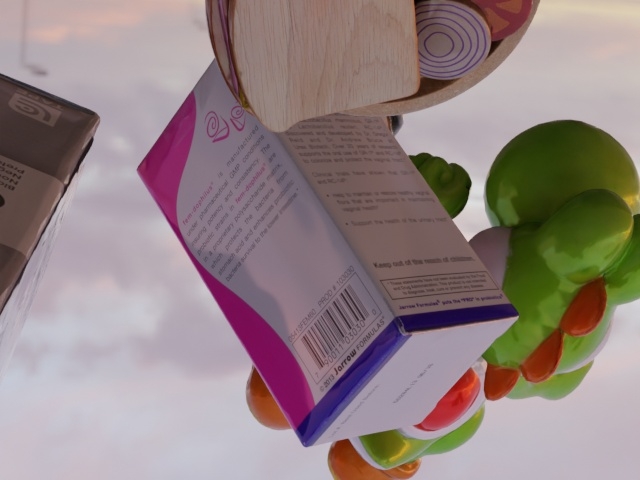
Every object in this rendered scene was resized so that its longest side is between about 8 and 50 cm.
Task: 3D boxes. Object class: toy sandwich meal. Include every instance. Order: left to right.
[{"bbox_3d":[0.015,-0.058,0.429,0.085,0.085,0.029,3,-145,-11],"label":"toy sandwich meal"}]

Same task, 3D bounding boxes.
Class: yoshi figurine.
[{"bbox_3d":[0.113,0.036,1.311,0.203,0.203,0.362,-6,159,-43],"label":"yoshi figurine"}]

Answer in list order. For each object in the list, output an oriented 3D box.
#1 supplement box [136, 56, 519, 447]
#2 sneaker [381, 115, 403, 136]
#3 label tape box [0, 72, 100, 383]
[{"bbox_3d":[0.000,0.000,1.104,0.114,0.111,0.220,-5,-126,-47],"label":"supplement box"},{"bbox_3d":[0.015,-0.132,1.325,0.110,0.292,0.118,-10,-156,-43],"label":"sneaker"},{"bbox_3d":[-0.200,0.094,0.693,0.115,0.249,0.348,22,-158,-7],"label":"label tape box"}]
